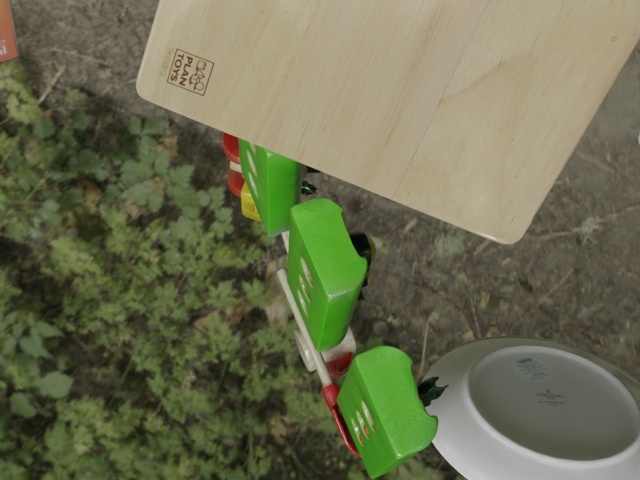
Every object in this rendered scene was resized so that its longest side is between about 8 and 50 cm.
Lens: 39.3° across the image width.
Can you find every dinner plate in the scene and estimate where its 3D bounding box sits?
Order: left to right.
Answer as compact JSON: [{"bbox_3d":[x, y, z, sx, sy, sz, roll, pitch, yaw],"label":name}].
[{"bbox_3d":[0.124,0.091,0.481,0.141,0.141,0.017,12,121,8],"label":"dinner plate"}]

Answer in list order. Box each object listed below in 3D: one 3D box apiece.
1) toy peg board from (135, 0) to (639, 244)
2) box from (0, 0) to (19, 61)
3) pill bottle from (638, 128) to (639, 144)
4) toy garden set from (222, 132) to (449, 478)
[{"bbox_3d":[0.035,-0.107,0.340,0.161,0.079,0.161,21,119,-5],"label":"toy peg board"},{"bbox_3d":[-0.295,-0.197,0.613,0.091,0.130,0.170,53,154,26],"label":"box"},{"bbox_3d":[0.514,-0.170,1.332,0.065,0.116,0.065,0,78,2],"label":"pill bottle"},{"bbox_3d":[0.000,0.000,0.472,0.049,0.204,0.244,-21,73,-9],"label":"toy garden set"}]
